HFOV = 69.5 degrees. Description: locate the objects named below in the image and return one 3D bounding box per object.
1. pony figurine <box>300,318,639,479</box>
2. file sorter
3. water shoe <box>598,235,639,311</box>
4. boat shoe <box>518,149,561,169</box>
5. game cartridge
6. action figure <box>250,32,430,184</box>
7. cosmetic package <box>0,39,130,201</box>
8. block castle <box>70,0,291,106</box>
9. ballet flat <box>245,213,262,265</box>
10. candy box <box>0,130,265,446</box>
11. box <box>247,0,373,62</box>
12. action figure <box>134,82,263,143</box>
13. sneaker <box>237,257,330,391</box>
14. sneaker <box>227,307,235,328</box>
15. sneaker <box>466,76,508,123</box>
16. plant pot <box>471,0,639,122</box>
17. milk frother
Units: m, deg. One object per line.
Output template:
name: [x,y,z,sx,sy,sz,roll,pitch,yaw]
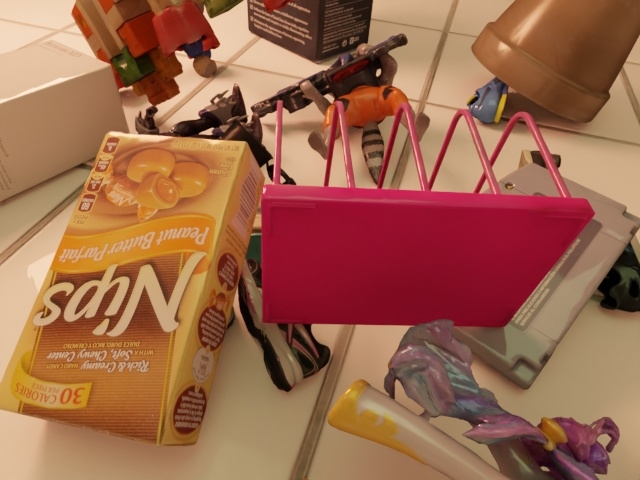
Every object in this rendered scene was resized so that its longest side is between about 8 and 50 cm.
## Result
pony figurine: [0.172,0.230,0.342,0.363,0.303,0.351,36,84,25]
file sorter: [0.084,-0.033,0.519,0.290,0.202,0.182,2,51,-5]
water shoe: [0.423,0.015,0.691,0.080,0.073,0.203,-1,43,-2]
boat shoe: [0.383,-0.081,0.779,0.079,0.084,0.233,10,42,11]
game cartridge: [0.270,0.026,0.629,0.198,0.062,0.297,34,68,32]
action figure: [0.039,-0.252,0.920,0.341,0.179,0.330,-20,35,14]
cosmetic package: [-0.536,-0.188,0.764,0.196,0.155,0.365,26,49,24]
block castle: [-0.259,-0.412,0.886,0.303,0.213,0.453,-38,26,-28]
ballet flat: [0.000,0.000,0.673,0.248,0.086,0.086,7,44,4]
candy box: [-0.189,0.039,0.505,0.182,0.088,0.317,6,67,13]
box: [-0.027,-0.717,1.183,0.211,0.396,0.293,-33,55,-32]
action figure: [-0.253,-0.182,0.825,0.284,0.099,0.185,-26,57,-24]
sneaker: [-0.048,0.097,0.578,0.077,0.072,0.178,-14,59,-26]
sneaker: [-0.190,0.033,0.613,0.211,0.081,0.080,32,50,25]
sneaker: [0.386,-0.338,1.059,0.082,0.069,0.209,15,45,16]
plant pot: [0.538,-0.462,0.986,0.322,0.281,0.323,17,40,-14]
milk frother: [-0.129,-0.094,0.749,0.134,0.129,0.143,-43,87,2]
